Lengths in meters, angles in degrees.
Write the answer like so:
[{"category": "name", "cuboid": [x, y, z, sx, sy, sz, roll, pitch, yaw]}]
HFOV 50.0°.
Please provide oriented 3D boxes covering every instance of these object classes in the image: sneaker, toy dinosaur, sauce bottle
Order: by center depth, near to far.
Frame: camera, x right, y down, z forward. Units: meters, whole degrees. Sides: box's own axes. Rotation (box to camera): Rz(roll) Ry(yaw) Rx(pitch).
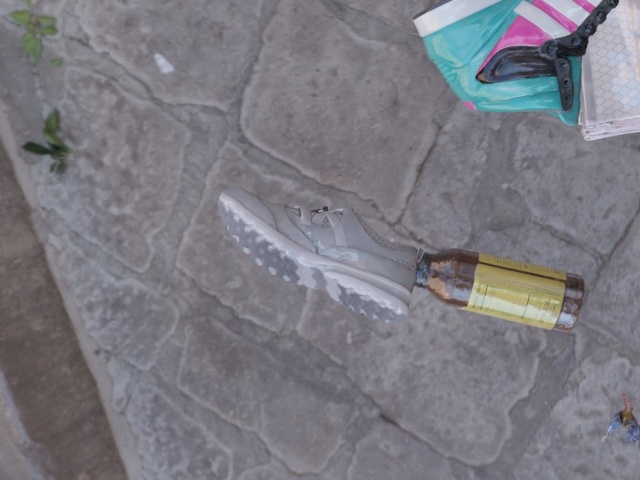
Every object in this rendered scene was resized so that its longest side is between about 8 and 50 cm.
[{"category": "sneaker", "cuboid": [0.268, -0.219, 0.739, 0.295, 0.124, 0.179, -20, 105, 15]}, {"category": "toy dinosaur", "cuboid": [0.381, 0.222, 0.839, 0.047, 0.082, 0.090, 25, 112, 28]}, {"category": "sneaker", "cuboid": [0.000, 0.000, 0.889, 0.281, 0.115, 0.105, 28, 156, 2]}, {"category": "sauce bottle", "cuboid": [0.284, 0.074, 1.225, 0.344, 0.111, 0.111, 14, 112, 9]}]

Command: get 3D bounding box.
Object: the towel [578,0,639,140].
[{"category": "towel", "cuboid": [0.571, -0.340, 1.107, 0.316, 0.053, 0.332, -8, 67, 27]}]
